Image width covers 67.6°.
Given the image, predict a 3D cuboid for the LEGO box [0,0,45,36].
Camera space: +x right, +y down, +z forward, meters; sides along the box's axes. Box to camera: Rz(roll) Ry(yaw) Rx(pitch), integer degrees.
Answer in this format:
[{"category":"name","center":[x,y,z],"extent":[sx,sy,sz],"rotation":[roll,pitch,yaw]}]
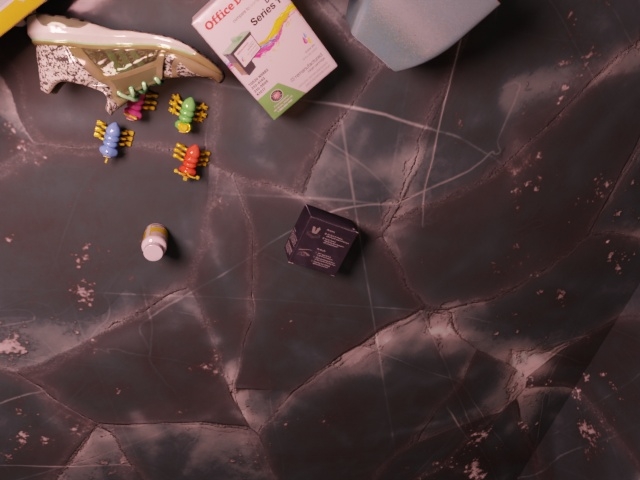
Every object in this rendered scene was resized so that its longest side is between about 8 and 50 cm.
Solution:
[{"category":"LEGO box","center":[-0.723,-0.452,0.737],"extent":[0.500,0.193,0.372],"rotation":[-45,160,-9]}]

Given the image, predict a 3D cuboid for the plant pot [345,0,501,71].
[{"category":"plant pot","center":[0.196,-0.539,1.082],"extent":[0.248,0.247,0.252],"rotation":[30,121,-26]}]

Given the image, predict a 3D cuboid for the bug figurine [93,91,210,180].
[{"category":"bug figurine","center":[-0.401,-0.263,1.168],"extent":[0.279,0.072,0.216],"rotation":[12,114,-19]}]

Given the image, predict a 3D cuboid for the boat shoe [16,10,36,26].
[{"category":"boat shoe","center":[-0.637,-0.489,0.989],"extent":[0.259,0.095,0.084],"rotation":[-15,151,2]}]

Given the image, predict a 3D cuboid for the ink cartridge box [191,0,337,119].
[{"category":"ink cartridge box","center":[-0.129,-0.457,1.106],"extent":[0.201,0.117,0.278],"rotation":[-39,119,8]}]

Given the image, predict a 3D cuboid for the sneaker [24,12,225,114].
[{"category":"sneaker","center":[-0.421,-0.364,1.054],"extent":[0.411,0.158,0.181],"rotation":[7,105,-9]}]

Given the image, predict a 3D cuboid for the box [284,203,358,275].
[{"category":"box","center":[0.000,0.000,1.396],"extent":[0.156,0.093,0.158],"rotation":[19,112,-22]}]

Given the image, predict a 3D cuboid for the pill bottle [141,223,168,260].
[{"category":"pill bottle","center":[-0.441,0.006,1.275],"extent":[0.065,0.116,0.065],"rotation":[-6,118,-11]}]
